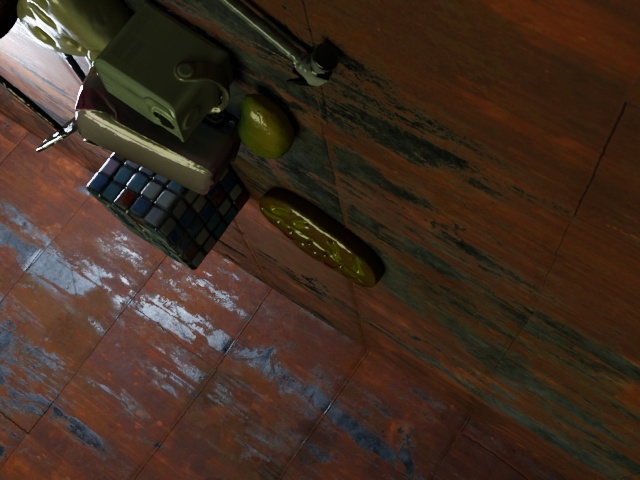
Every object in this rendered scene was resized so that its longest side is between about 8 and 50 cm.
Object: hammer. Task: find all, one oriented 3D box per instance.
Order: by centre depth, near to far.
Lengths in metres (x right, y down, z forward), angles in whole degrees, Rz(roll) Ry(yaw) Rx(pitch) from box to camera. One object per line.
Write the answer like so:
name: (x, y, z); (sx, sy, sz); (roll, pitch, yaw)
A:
hammer: (-0.151, -0.399, 1.266); (0.427, 0.044, 0.152); (39, 166, -10)

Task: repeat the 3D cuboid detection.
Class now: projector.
projector: (-0.297, -0.327, 1.552); (0.242, 0.177, 0.163); (33, 167, 6)

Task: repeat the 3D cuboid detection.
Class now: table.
table: (-0.658, -0.431, 2.002); (0.249, 0.317, 0.317); (56, 159, -22)

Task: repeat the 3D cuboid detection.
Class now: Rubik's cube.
Rubik's cube: (-0.427, -0.137, 2.232); (0.292, 0.287, 0.293); (27, 164, 27)

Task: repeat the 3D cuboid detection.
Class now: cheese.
cheese: (-0.562, -0.518, 1.642); (0.351, 0.129, 0.328); (27, 166, 24)

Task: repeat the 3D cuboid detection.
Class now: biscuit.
biscuit: (-0.005, 0.007, 2.165); (0.394, 0.070, 0.350); (34, 166, 5)

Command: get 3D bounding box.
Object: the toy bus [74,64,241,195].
toy bus: (-0.383, -0.259, 1.799); (0.386, 0.162, 0.171); (26, 145, -3)

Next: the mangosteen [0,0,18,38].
mangosteen: (-0.832, -0.583, 1.778); (0.311, 0.311, 0.311); (33, 166, 10)

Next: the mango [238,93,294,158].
mango: (-0.113, -0.229, 1.624); (0.122, 0.085, 0.191); (38, 167, 4)
